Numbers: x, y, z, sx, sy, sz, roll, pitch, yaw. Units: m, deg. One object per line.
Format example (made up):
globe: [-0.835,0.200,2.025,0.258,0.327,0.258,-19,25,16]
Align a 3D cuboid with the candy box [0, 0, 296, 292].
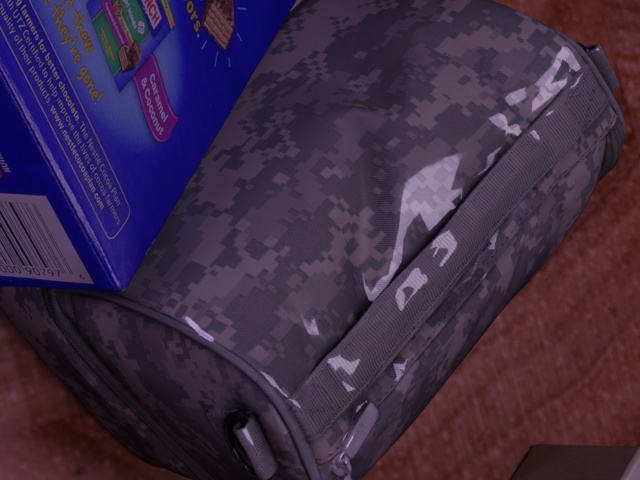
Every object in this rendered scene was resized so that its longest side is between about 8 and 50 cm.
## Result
candy box: [-0.122,-0.178,0.817,0.317,0.122,0.268,-61,144,-38]

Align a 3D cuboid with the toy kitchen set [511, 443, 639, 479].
toy kitchen set: [0.201,0.262,1.071,0.207,0.122,0.166,43,67,-16]

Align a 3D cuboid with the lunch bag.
lunch bag: [0.000,0.000,0.912,0.305,0.256,0.212,-47,115,-23]
